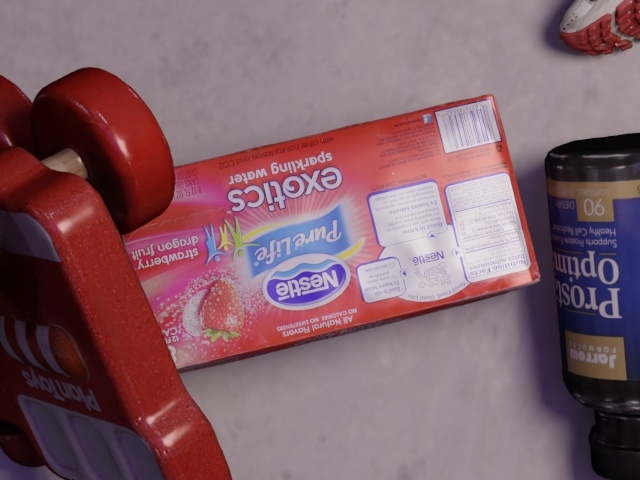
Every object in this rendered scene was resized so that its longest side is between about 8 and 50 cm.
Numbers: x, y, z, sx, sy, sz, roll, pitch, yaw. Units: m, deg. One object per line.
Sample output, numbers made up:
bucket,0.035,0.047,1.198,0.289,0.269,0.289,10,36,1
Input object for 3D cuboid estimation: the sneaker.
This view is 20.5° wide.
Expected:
sneaker,0.233,-0.226,1.227,0.093,0.088,0.225,34,84,20

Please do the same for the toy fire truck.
toy fire truck,-0.191,0.042,1.081,0.169,0.302,0.254,-33,113,-32

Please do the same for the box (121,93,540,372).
box,0.000,0.000,1.163,0.257,0.122,0.128,-14,86,-4

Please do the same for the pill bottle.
pill bottle,0.216,0.042,1.165,0.123,0.123,0.219,-7,98,-4
